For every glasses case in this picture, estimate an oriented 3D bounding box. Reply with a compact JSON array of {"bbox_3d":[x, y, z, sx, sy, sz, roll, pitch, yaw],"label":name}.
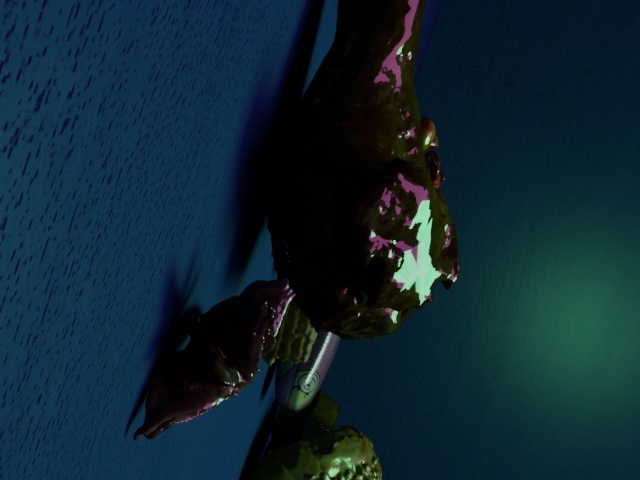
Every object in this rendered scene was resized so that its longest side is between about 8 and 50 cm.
[{"bbox_3d":[0.007,0.085,1.362,0.123,0.076,0.316,88,21,-75],"label":"glasses case"}]

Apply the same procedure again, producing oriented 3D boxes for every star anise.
[{"bbox_3d":[-0.063,0.066,0.601,0.124,0.056,0.129,-47,-177,8],"label":"star anise"}]

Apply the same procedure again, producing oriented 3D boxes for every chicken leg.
[{"bbox_3d":[0.032,-0.081,0.701,0.211,0.140,0.361,-106,-162,-60],"label":"chicken leg"}]

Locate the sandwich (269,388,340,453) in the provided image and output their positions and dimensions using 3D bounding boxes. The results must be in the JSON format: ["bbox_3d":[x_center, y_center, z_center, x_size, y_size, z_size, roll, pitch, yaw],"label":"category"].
[{"bbox_3d":[-0.040,0.319,1.644,0.159,0.109,0.185,-61,176,12],"label":"sandwich"}]

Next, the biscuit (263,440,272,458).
[{"bbox_3d":[-0.099,0.412,1.781,0.147,0.018,0.071,-55,164,-72],"label":"biscuit"}]

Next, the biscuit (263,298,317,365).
[{"bbox_3d":[0.000,-0.010,1.033,0.094,0.054,0.378,-65,173,-49],"label":"biscuit"}]

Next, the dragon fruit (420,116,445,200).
[{"bbox_3d":[0.079,-0.080,1.119,0.207,0.150,0.133,113,-8,-57],"label":"dragon fruit"}]

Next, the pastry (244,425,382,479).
[{"bbox_3d":[-0.013,0.417,1.516,0.255,0.162,0.311,-26,157,-16],"label":"pastry"}]
